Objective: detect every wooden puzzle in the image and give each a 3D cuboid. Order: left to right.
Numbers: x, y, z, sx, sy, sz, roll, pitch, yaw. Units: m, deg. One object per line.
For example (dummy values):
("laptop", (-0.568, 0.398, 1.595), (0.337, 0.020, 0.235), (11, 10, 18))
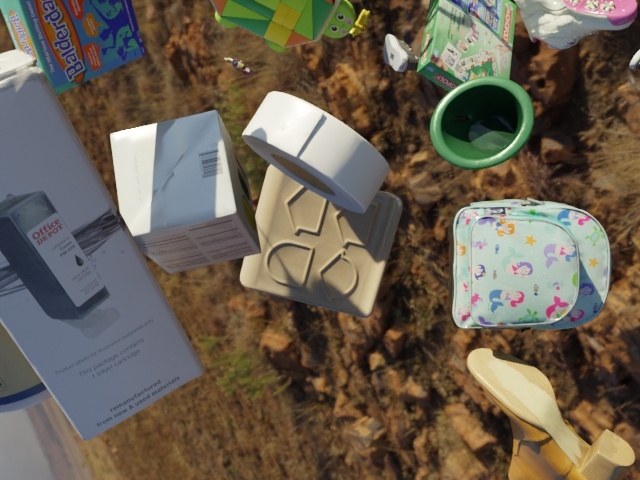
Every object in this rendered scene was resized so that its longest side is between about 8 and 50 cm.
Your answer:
("wooden puzzle", (0.000, 0.000, 1.643), (0.080, 0.347, 0.322), (-69, -5, -82))

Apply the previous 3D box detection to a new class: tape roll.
("tape roll", (-0.009, -0.167, 1.270), (0.286, 0.100, 0.286), (32, 176, 2))

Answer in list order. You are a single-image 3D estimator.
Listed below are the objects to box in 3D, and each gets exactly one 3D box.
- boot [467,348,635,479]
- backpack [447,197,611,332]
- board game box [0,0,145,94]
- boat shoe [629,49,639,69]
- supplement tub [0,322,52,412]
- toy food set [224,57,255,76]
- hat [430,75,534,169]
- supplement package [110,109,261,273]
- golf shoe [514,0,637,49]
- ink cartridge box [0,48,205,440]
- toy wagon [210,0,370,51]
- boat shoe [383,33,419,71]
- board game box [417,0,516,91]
("boot", (0.339, 0.329, 1.070), (0.295, 0.104, 0.211), (35, 137, 22))
("backpack", (0.345, 0.041, 1.081), (0.191, 0.253, 0.225), (-46, -43, -82))
("board game box", (-0.366, -0.328, 0.982), (0.047, 0.210, 0.160), (7, 124, 27))
("boat shoe", (0.740, -0.405, 1.460), (0.040, 0.142, 0.049), (40, 135, 31))
("supplement tub", (-0.406, 0.030, 0.773), (0.228, 0.228, 0.316), (42, 153, 38))
("toy food set", (-0.238, -0.509, 1.930), (0.078, 0.019, 0.122), (32, 179, -31))
("hat", (0.321, -0.196, 1.227), (0.173, 0.208, 0.183), (65, -169, 20))
("supplement package", (-0.241, -0.079, 1.225), (0.263, 0.197, 0.199), (75, -178, -73))
("golf shoe", (0.537, -0.464, 1.368), (0.306, 0.115, 0.140), (48, 164, 55))
("ink cartridge box", (-0.179, -0.004, 0.430), (0.158, 0.092, 0.218), (31, 145, 57))
("toy wagon", (-0.061, -0.501, 1.329), (0.267, 0.344, 0.068), (-50, 22, 51))
("boat shoe", (0.246, -0.561, 1.960), (0.228, 0.076, 0.080), (-108, 24, -60))
("board game box", (0.330, -0.449, 1.440), (0.046, 0.213, 0.318), (-32, 39, 54))
